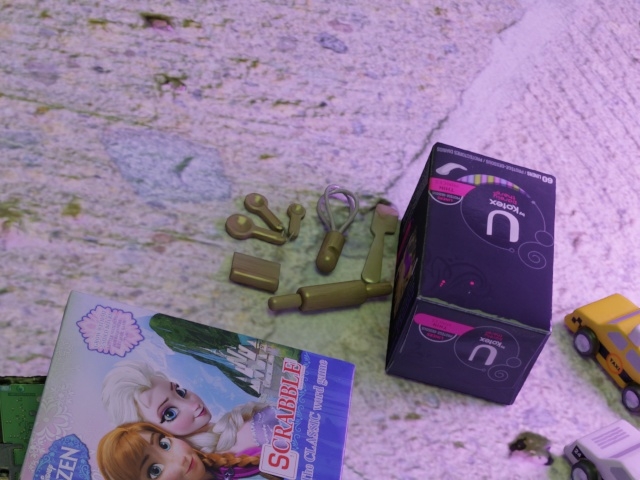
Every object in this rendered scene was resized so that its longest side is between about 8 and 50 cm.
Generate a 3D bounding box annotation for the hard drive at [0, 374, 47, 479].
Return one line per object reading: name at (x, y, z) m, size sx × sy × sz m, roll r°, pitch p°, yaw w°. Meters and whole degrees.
hard drive at (-0.171, 0.251, 1.898) m, size 0.339 × 0.064 × 0.237 m, roll 3°, pitch 47°, yaw -20°

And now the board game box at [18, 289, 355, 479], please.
board game box at (-0.136, 0.220, 1.849) m, size 0.318 × 0.066 × 0.318 m, roll 14°, pitch 45°, yaw -7°

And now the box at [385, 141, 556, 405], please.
box at (0.181, 0.037, 2.182) m, size 0.165 × 0.143 × 0.270 m, roll 15°, pitch 45°, yaw -6°

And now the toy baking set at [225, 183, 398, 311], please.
toy baking set at (0.001, 0.005, 2.224) m, size 0.256 × 0.030 × 0.196 m, roll -3°, pitch 49°, yaw -23°

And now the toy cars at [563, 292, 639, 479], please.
toy cars at (0.380, 0.200, 2.140) m, size 0.177 × 0.087 × 0.393 m, roll 15°, pitch 44°, yaw -7°
